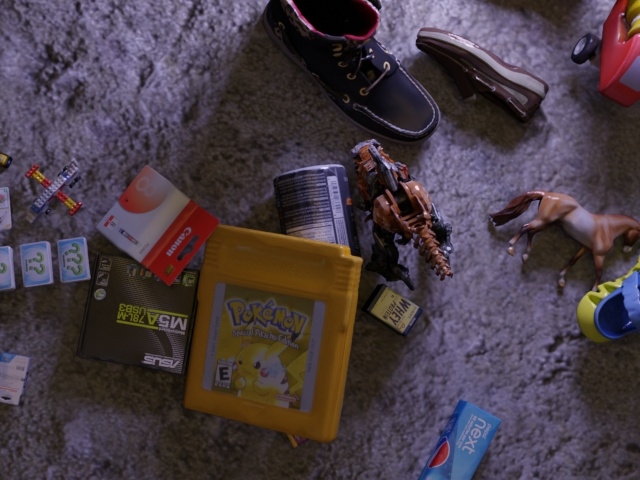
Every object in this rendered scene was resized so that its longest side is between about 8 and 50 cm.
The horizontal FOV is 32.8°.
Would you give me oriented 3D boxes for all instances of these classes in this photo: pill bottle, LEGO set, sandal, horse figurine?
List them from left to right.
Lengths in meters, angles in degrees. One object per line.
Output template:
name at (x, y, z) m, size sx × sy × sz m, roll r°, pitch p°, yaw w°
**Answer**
LEGO set at (-0.500, -0.042, 1.874) m, size 0.182 × 0.060 × 0.244 m, roll -7°, pitch 79°, yaw 0°
pill bottle at (0.000, 0.000, 1.881) m, size 0.130 × 0.130 × 0.245 m, roll -9°, pitch 87°, yaw -5°
horse figurine at (0.439, -0.013, 1.947) m, size 0.263 × 0.066 × 0.174 m, roll 30°, pitch 91°, yaw -4°
sandal at (0.602, 0.071, 1.903) m, size 0.317 × 0.138 × 0.126 m, roll -45°, pitch 107°, yaw -10°

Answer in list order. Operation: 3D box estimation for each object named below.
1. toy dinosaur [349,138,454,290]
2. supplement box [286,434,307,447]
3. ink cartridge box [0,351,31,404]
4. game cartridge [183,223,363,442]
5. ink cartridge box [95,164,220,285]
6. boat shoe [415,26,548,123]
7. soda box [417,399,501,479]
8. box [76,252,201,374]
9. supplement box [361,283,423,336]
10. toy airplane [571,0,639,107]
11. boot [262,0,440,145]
toy dinosaur at (0.131, -0.038, 1.842) m, size 0.164 × 0.218 × 0.322 m, roll -11°, pitch 44°, yaw 10°
supplement box at (-0.022, 0.319, 1.892) m, size 0.083 × 0.055 × 0.043 m, roll -30°, pitch 90°, yaw -5°
ink cartridge box at (-0.531, 0.238, 1.874) m, size 0.048 × 0.028 × 0.083 m, roll 12°, pitch 85°, yaw -3°
game cartridge at (-0.084, 0.150, 1.822) m, size 0.285 × 0.053 × 0.323 m, roll 9°, pitch 95°, yaw 24°
ink cartridge box at (-0.281, -0.027, 1.866) m, size 0.179 × 0.045 × 0.145 m, roll 34°, pitch 83°, yaw 33°
boat shoe at (0.278, -0.290, 1.944) m, size 0.257 × 0.095 × 0.095 m, roll 26°, pitch 90°, yaw -2°
soda box at (0.231, 0.387, 1.899) m, size 0.071 × 0.067 × 0.210 m, roll 29°, pitch 83°, yaw -2°
box at (-0.312, 0.127, 1.891) m, size 0.191 × 0.045 × 0.184 m, roll 11°, pitch 82°, yaw -2°
supplement box at (0.124, 0.122, 1.903) m, size 0.083 × 0.083 × 0.056 m, roll 34°, pitch 85°, yaw -2°
toy airplane at (0.617, -0.457, 1.887) m, size 0.386 × 0.272 × 0.384 m, roll -18°, pitch 93°, yaw -15°
boot at (0.059, -0.318, 1.831) m, size 0.377 × 0.284 × 0.138 m, roll 43°, pitch 84°, yaw 1°
